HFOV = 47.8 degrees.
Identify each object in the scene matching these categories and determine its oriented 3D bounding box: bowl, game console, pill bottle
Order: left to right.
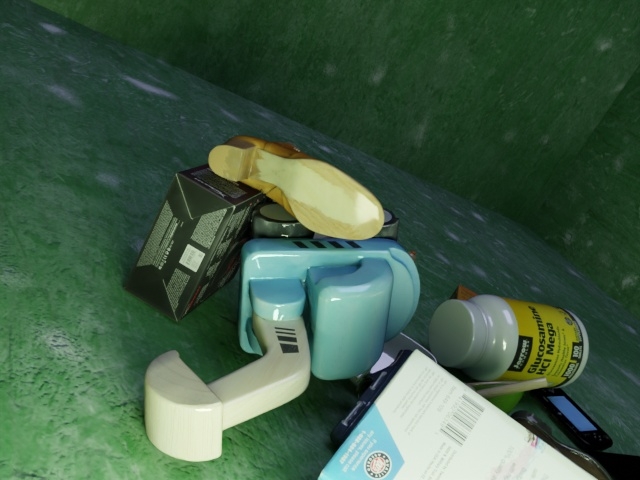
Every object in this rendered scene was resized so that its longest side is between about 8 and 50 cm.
[{"bbox_3d":[0.122,0.230,1.266,0.142,0.053,0.142,31,46,8],"label":"bowl"},{"bbox_3d":[0.407,0.219,1.577,0.334,0.187,0.188,11,25,-31],"label":"pill bottle"},{"bbox_3d":[0.581,0.430,1.546,0.213,0.044,0.361,17,21,-38],"label":"game console"}]

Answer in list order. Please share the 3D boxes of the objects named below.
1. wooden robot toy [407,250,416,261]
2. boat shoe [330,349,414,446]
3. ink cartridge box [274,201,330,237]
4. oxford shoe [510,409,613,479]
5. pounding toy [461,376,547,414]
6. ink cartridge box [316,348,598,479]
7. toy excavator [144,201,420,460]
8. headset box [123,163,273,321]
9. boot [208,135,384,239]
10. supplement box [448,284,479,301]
[{"bbox_3d":[0.233,0.059,1.942,0.076,0.079,0.173,19,21,-32],"label":"wooden robot toy"},{"bbox_3d":[0.089,0.244,1.131,0.079,0.095,0.254,23,37,13],"label":"boat shoe"},{"bbox_3d":[0.000,0.000,1.652,0.354,0.119,0.207,22,19,-24],"label":"ink cartridge box"},{"bbox_3d":[0.430,0.416,1.309,0.227,0.082,0.096,33,37,9],"label":"oxford shoe"},{"bbox_3d":[0.276,0.306,1.255,0.183,0.110,0.237,-2,-15,-7],"label":"pounding toy"},{"bbox_3d":[0.139,0.306,0.791,0.270,0.197,0.198,35,50,14],"label":"ink cartridge box"},{"bbox_3d":[-0.033,0.120,1.043,0.433,0.222,0.445,0,23,-14],"label":"toy excavator"},{"bbox_3d":[-0.185,-0.017,1.231,0.110,0.218,0.293,30,18,5],"label":"headset box"},{"bbox_3d":[-0.021,-0.100,1.157,0.295,0.104,0.211,23,16,9],"label":"boot"},{"bbox_3d":[0.354,0.188,1.787,0.078,0.080,0.233,29,19,3],"label":"supplement box"}]
